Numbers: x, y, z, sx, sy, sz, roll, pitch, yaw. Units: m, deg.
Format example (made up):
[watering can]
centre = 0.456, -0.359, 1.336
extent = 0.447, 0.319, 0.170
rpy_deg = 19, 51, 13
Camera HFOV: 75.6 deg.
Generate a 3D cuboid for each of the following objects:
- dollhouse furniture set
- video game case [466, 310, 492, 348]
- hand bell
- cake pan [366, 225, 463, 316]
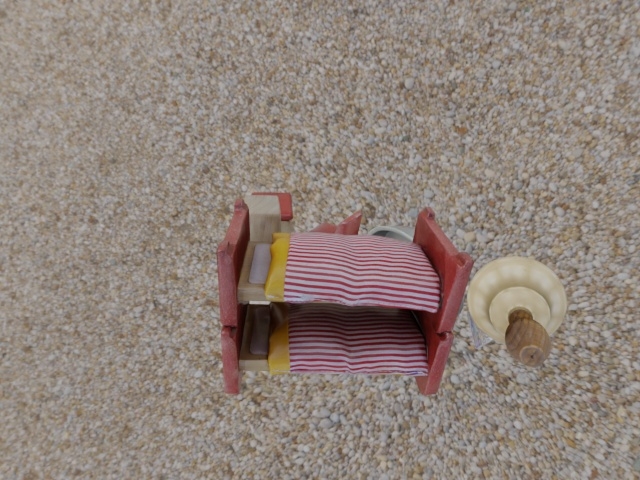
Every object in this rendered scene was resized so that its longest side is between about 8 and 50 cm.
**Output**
[dollhouse furniture set]
centre = 0.000, 0.000, 0.499
extent = 0.202, 0.374, 0.152
rpy_deg = 1, 115, -6
[video game case]
centre = 0.350, 0.185, 0.909
extent = 0.011, 0.122, 0.087
rpy_deg = -8, 66, 3
[hand bell]
centre = 0.227, 0.092, 0.461
extent = 0.126, 0.242, 0.126
rpy_deg = 2, 94, 21
[cake pan]
centre = 0.213, 0.089, 0.959
extent = 0.054, 0.293, 0.293
rpy_deg = -28, 71, -24
